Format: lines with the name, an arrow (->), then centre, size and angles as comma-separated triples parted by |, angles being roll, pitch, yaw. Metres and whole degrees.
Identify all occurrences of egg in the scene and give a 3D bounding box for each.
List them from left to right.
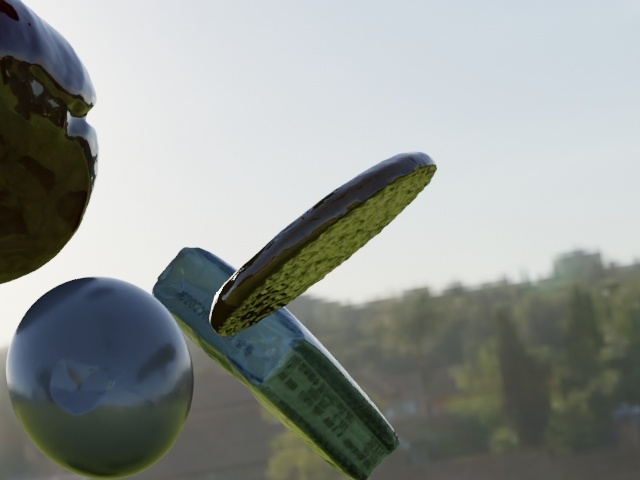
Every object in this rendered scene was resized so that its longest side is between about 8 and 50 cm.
egg -> -0.207, 0.132, 1.727 | 0.176, 0.176, 0.232 | -8, 29, -7

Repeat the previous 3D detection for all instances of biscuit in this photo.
biscuit -> 0.000, -0.001, 1.678 | 0.262, 0.037, 0.262 | -38, -8, -6

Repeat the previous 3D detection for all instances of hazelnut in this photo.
hazelnut -> -0.432, -0.137, 2.073 | 0.359, 0.359, 0.409 | -11, -22, 19

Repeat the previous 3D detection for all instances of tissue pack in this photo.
tissue pack -> -0.051, 0.155, 2.252 | 0.228, 0.103, 0.315 | 35, -9, 38
